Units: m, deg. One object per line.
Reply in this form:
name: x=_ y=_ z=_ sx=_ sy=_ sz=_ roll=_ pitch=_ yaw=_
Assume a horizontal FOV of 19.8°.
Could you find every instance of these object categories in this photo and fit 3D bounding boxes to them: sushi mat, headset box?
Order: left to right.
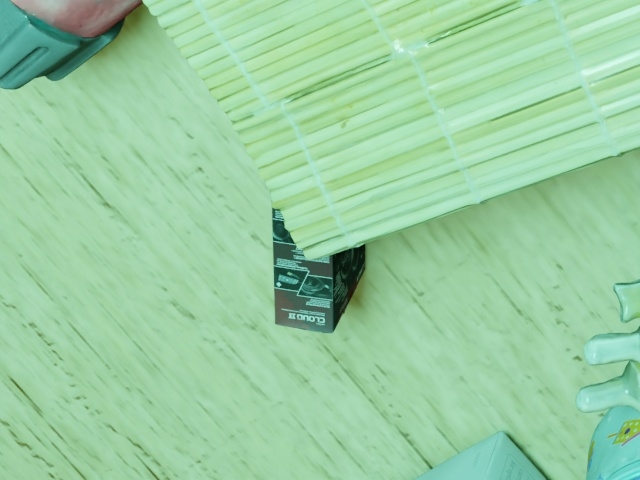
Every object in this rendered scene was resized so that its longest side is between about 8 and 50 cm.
headset box: x=0.000 y=0.000 z=0.893 sx=0.032 sy=0.062 sz=0.083 roll=9 pitch=123 yaw=14
sushi mat: x=0.087 y=-0.096 z=0.730 sx=0.316 sy=0.019 sz=0.151 roll=-19 pitch=110 yaw=30

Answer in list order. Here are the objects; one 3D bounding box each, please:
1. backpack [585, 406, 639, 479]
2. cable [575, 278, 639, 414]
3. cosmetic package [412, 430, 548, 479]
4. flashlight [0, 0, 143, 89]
backpack: x=0.214 y=0.147 z=0.866 sx=0.188 sy=0.144 sz=0.166 roll=0 pitch=126 yaw=22
cable: x=0.253 y=0.030 z=0.808 sx=0.287 sy=0.139 sz=0.072 roll=-9 pitch=76 yaw=8
cosmetic package: x=0.073 y=0.261 z=0.982 sx=0.224 sy=0.138 sz=0.224 roll=-34 pitch=104 yaw=32
flashlight: x=-0.052 y=-0.182 z=0.776 sx=0.103 sy=0.103 sz=0.304 roll=44 pitch=125 yaw=-16
